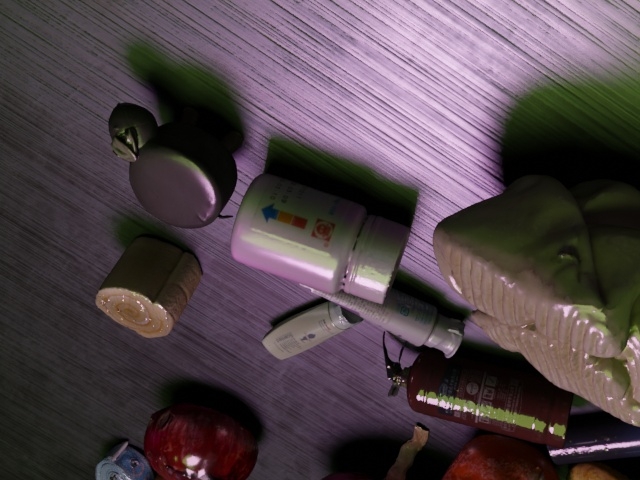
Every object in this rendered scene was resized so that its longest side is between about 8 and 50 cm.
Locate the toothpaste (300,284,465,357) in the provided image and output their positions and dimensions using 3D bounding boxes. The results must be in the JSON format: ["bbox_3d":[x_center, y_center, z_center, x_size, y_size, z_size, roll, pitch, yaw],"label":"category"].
[{"bbox_3d":[0.093,0.103,1.657,0.299,0.114,0.073,26,118,-6],"label":"toothpaste"}]

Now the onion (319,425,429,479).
[{"bbox_3d":[0.129,0.576,1.984,0.358,0.345,0.358,28,154,15],"label":"onion"}]

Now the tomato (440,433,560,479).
[{"bbox_3d":[0.323,0.464,1.828,0.232,0.232,0.188,58,170,-31],"label":"tomato"}]

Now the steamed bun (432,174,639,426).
[{"bbox_3d":[0.364,0.051,1.359,0.367,0.255,0.342,34,166,34],"label":"steamed bun"}]

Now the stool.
[{"bbox_3d":[-0.211,-0.130,1.532,0.153,0.139,0.228,-7,128,30],"label":"stool"}]

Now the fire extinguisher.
[{"bbox_3d":[0.260,0.252,1.718,0.337,0.135,0.114,11,178,14],"label":"fire extinguisher"}]

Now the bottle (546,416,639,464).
[{"bbox_3d":[0.506,0.332,1.701,0.244,0.072,0.082,-15,126,35],"label":"bottle"}]

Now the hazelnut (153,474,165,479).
[{"bbox_3d":[-0.319,0.620,2.292,0.214,0.214,0.176,56,171,-30],"label":"hazelnut"}]

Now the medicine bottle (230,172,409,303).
[{"bbox_3d":[0.000,0.000,1.555,0.254,0.152,0.152,19,137,6],"label":"medicine bottle"}]

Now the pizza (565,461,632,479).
[{"bbox_3d":[0.512,0.473,1.752,0.197,0.058,0.292,57,165,-2],"label":"pizza"}]

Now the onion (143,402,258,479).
[{"bbox_3d":[-0.253,0.442,2.088,0.246,0.190,0.246,20,156,10],"label":"onion"}]

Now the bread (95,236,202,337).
[{"bbox_3d":[-0.306,0.086,1.791,0.148,0.141,0.134,17,136,10],"label":"bread"}]

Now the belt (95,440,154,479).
[{"bbox_3d":[-0.461,0.559,2.382,0.147,0.082,0.163,46,138,-7],"label":"belt"}]

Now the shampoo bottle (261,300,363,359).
[{"bbox_3d":[-0.016,0.157,1.792,0.072,0.049,0.212,46,134,-16],"label":"shampoo bottle"}]
